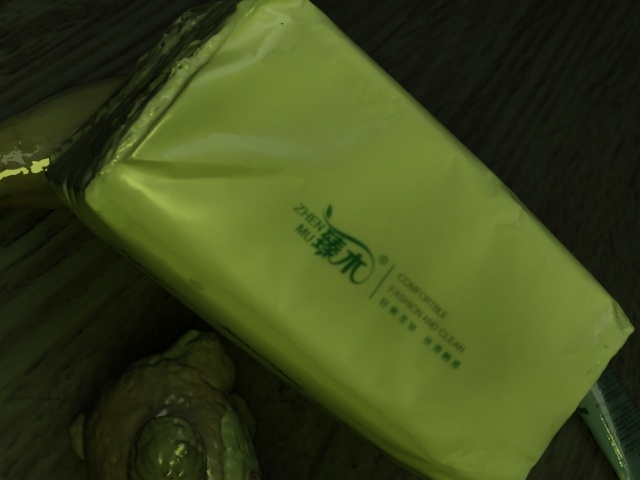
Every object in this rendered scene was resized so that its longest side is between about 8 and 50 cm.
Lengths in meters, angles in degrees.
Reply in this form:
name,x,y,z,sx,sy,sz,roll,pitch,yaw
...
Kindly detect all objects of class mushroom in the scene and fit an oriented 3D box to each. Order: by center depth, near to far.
name,x,y,z,sx,sy,sz,roll,pitch,yaw
mushroom,-0.201,-0.085,0.927,0.350,0.128,0.128,-16,66,-24

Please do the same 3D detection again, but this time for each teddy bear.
name,x,y,z,sx,sy,sz,roll,pitch,yaw
teddy bear,-0.088,0.203,0.737,0.151,0.236,0.267,-26,47,-9

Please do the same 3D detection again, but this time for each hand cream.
name,x,y,z,sx,sy,sz,roll,pitch,yaw
hand cream,0.283,0.148,1.063,0.088,0.055,0.256,-18,69,-43

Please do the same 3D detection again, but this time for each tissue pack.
name,x,y,z,sx,sy,sz,roll,pitch,yaw
tissue pack,0.000,0.000,0.789,0.380,0.297,0.207,41,82,-21
